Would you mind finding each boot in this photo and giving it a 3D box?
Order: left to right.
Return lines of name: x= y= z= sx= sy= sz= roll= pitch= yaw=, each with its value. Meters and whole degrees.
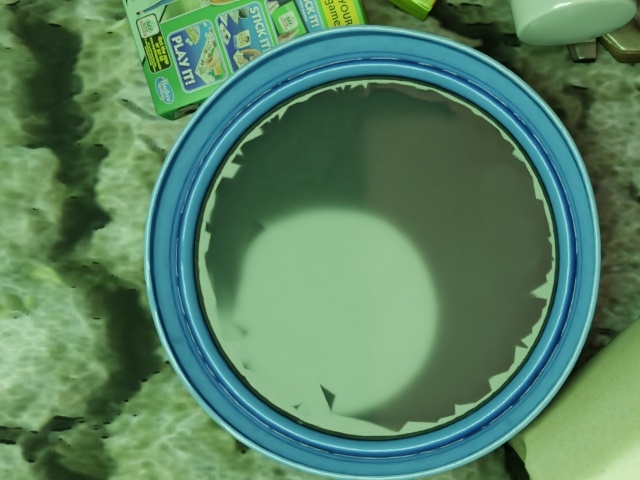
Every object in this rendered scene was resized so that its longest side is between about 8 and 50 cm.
boot: x=0.289 y=-0.218 z=1.265 sx=0.118 sy=0.042 sz=0.087 roll=-1 pitch=82 yaw=-5

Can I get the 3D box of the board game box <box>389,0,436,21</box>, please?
board game box: x=0.049 y=-0.301 z=1.254 sx=0.181 sy=0.043 sz=0.092 roll=32 pitch=82 yaw=-1

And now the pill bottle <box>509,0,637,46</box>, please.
pill bottle: x=0.211 y=-0.327 z=1.204 sx=0.152 sy=0.152 sz=0.272 roll=-7 pitch=79 yaw=-5

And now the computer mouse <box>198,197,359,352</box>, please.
computer mouse: x=0.000 y=0.000 z=1.204 sx=0.272 sy=0.072 sz=0.188 roll=-14 pitch=84 yaw=-6

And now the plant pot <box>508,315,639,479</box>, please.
plant pot: x=0.343 y=0.174 z=1.113 sx=0.305 sy=0.334 sz=0.334 roll=-33 pitch=87 yaw=5

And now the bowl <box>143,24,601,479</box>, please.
bowl: x=0.044 y=0.011 z=1.130 sx=0.391 sy=0.077 sz=0.391 roll=0 pitch=85 yaw=6

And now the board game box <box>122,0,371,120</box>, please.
board game box: x=-0.096 y=-0.298 z=1.213 sx=0.213 sy=0.046 sz=0.317 roll=-19 pitch=85 yaw=12
